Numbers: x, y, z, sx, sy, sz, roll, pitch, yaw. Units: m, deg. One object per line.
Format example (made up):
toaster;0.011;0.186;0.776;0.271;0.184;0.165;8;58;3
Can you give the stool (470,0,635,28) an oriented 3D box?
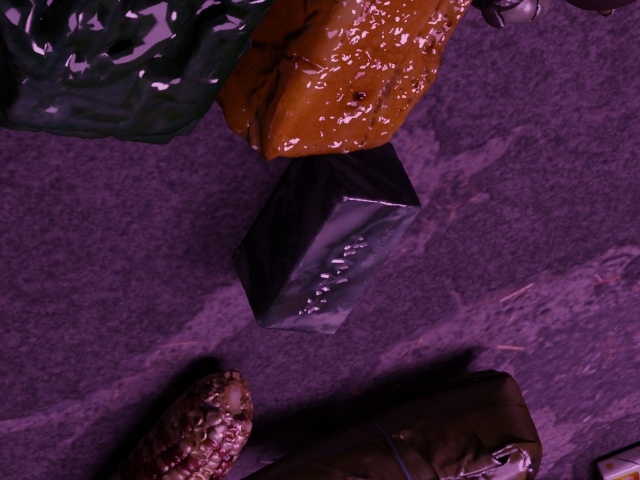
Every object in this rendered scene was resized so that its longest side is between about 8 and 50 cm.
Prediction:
stool;0.204;-0.227;1.397;0.217;0.125;0.121;-31;145;24

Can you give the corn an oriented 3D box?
corn;-0.155;0.240;1.760;0.098;0.098;0.290;15;126;-39

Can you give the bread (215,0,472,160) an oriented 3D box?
bread;0.026;-0.197;1.325;0.166;0.132;0.294;2;133;-30

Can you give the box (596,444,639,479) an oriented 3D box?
box;0.444;0.269;2.152;0.220;0.032;0.122;-21;142;-4

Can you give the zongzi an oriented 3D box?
zongzi;0.047;0.308;1.882;0.360;0.160;0.323;-17;141;-15

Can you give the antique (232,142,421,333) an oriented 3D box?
antique;0.000;0.000;1.572;0.088;0.086;0.183;7;132;-32

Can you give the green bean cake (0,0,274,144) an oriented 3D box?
green bean cake;-0.171;-0.213;1.178;0.300;0.169;0.308;6;134;-33
